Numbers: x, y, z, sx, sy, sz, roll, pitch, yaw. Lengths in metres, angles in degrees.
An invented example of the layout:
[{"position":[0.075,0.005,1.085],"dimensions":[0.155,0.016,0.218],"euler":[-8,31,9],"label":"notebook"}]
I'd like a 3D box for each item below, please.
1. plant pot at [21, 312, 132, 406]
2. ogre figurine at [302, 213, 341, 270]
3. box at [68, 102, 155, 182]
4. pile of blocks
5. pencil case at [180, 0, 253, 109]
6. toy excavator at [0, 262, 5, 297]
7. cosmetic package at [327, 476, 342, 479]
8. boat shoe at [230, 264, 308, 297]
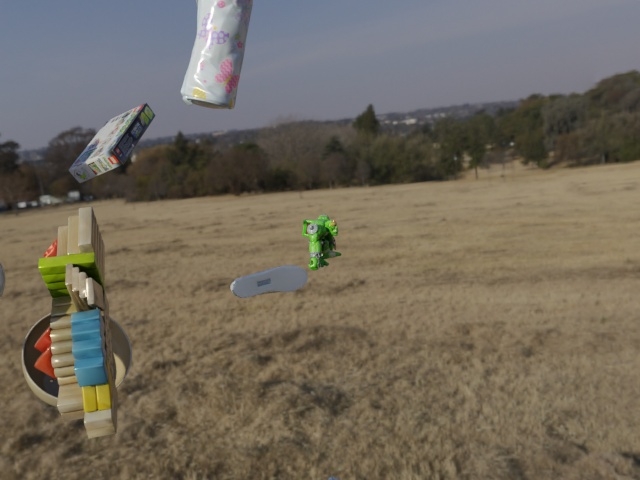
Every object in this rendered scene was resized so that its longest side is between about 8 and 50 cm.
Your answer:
[{"position":[-0.705,0.360,1.689],"dimensions":[0.284,0.284,0.191],"euler":[-13,-26,-41],"label":"plant pot"},{"position":[0.000,0.000,1.583],"dimensions":[0.097,0.118,0.197],"euler":[2,17,35],"label":"ogre figurine"},{"position":[-0.426,-0.205,1.225],"dimensions":[0.114,0.036,0.207],"euler":[-18,34,20],"label":"box"},{"position":[-0.399,0.130,0.934],"dimensions":[0.113,0.361,0.149],"euler":[-8,-15,-12],"label":"pile of blocks"},{"position":[-0.225,-0.424,1.291],"dimensions":[0.124,0.272,0.114],"euler":[3,10,-42],"label":"pencil case"},{"position":[-0.719,-0.049,0.823],"dimensions":[0.433,0.445,0.222],"euler":[0,-34,-50],"label":"toy excavator"},{"position":[0.128,0.830,1.667],"dimensions":[0.366,0.197,0.155],"euler":[32,17,-28],"label":"cosmetic package"},{"position":[-0.122,0.098,1.393],"dimensions":[0.184,0.066,0.063],"euler":[-16,10,-22],"label":"boat shoe"}]
